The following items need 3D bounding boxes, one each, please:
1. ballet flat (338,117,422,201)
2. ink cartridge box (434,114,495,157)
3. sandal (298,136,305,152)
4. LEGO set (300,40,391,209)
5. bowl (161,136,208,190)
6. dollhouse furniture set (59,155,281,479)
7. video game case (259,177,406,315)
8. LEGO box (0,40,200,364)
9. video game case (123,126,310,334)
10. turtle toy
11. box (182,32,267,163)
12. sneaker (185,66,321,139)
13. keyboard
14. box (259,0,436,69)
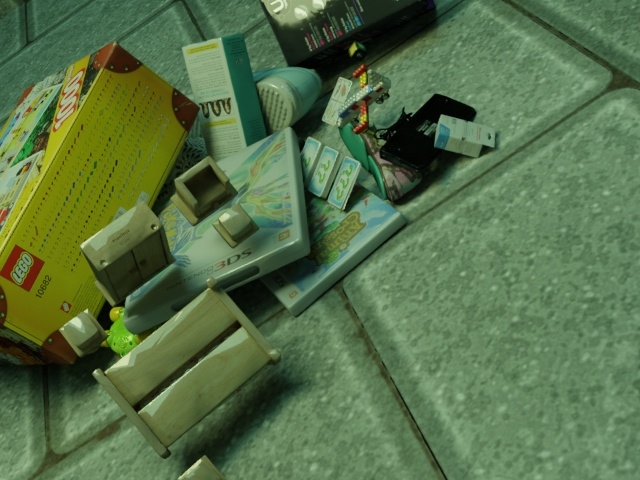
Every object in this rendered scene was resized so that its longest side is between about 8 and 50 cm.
[{"bbox_3d":[0.097,-0.134,1.543,0.079,0.077,0.221,-20,37,-8],"label":"ballet flat"},{"bbox_3d":[0.211,-0.150,1.465,0.083,0.028,0.048,14,45,-1],"label":"ink cartridge box"},{"bbox_3d":[-0.075,-0.093,1.680,0.067,0.040,0.179,13,70,56],"label":"sandal"},{"bbox_3d":[0.026,-0.187,1.536,0.182,0.060,0.244,36,105,59],"label":"LEGO set"},{"bbox_3d":[-0.279,-0.127,1.814,0.170,0.080,0.170,-20,57,33],"label":"bowl"},{"bbox_3d":[-0.152,0.124,1.351,0.303,0.355,0.174,-38,-11,-14],"label":"dollhouse furniture set"},{"bbox_3d":[0.000,0.000,1.496,0.212,0.023,0.193,-40,33,-6],"label":"video game case"},{"bbox_3d":[-0.464,-0.048,1.700,0.372,0.193,0.500,-10,51,50],"label":"LEGO box"},{"bbox_3d":[-0.162,-0.025,1.559,0.300,0.036,0.329,-25,33,12],"label":"video game case"},{"bbox_3d":[-0.276,0.134,1.541,0.095,0.066,0.130,-4,42,25],"label":"turtle toy"},{"bbox_3d":[-0.158,-0.226,1.730,0.100,0.244,0.060,-3,15,41],"label":"box"},{"bbox_3d":[-0.144,-0.239,1.867,0.365,0.135,0.150,-2,24,41],"label":"sneaker"},{"bbox_3d":[0.152,-0.160,1.510,0.100,0.038,0.192,28,46,19],"label":"keyboard"},{"bbox_3d":[0.052,-0.434,1.834,0.270,0.143,0.165,-24,0,18],"label":"box"}]
